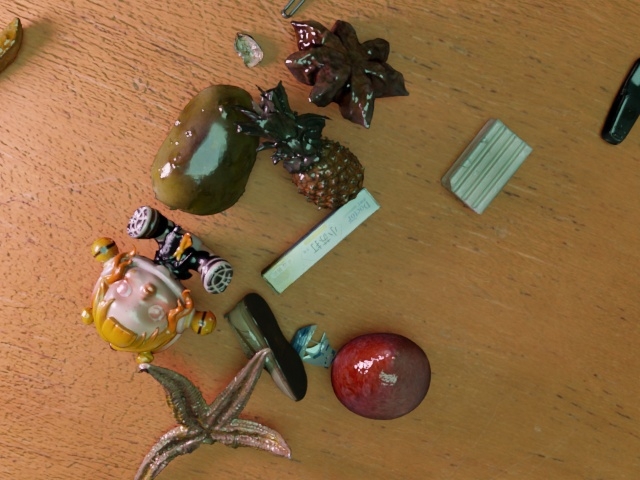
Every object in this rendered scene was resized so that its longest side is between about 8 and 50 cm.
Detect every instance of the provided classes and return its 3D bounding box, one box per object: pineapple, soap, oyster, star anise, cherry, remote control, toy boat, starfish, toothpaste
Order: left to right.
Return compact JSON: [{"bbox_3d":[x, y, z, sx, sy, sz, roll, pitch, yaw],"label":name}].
[{"bbox_3d":[-0.258,0.426,1.928,0.398,0.132,0.383,2,122,5],"label":"starfish"},{"bbox_3d":[-0.164,-0.431,1.893,0.054,0.019,0.083,-34,103,0],"label":"oyster"},{"bbox_3d":[-0.041,-0.206,1.799,0.165,0.165,0.364,-45,134,1],"label":"pineapple"},{"bbox_3d":[-0.013,0.269,2.016,0.105,0.034,0.149,-44,113,-2],"label":"toy boat"},{"bbox_3d":[0.000,0.000,1.943,0.313,0.089,0.071,-40,96,0],"label":"toothpaste"},{"bbox_3d":[0.062,-0.361,1.830,0.315,0.315,0.108,24,134,-10],"label":"star anise"},{"bbox_3d":[0.143,0.317,1.935,0.239,0.239,0.206,8,96,-8],"label":"cherry"},{"bbox_3d":[0.388,-0.174,1.977,0.119,0.066,0.198,38,92,-9],"label":"soap"},{"bbox_3d":[0.741,-0.333,2.012,0.072,0.042,0.222,25,95,-12],"label":"remote control"}]

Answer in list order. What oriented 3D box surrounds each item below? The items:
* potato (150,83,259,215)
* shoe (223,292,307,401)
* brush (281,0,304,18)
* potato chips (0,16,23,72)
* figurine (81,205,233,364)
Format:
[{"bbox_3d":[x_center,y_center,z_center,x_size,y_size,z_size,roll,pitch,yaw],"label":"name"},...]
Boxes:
[{"bbox_3d":[-0.241,-0.194,1.840,0.210,0.173,0.307,24,97,-8],"label":"potato"},{"bbox_3d":[-0.124,0.256,1.953,0.098,0.103,0.274,-30,89,30],"label":"shoe"},{"bbox_3d":[0.006,-0.602,1.891,0.062,0.027,0.266,42,95,-11],"label":"brush"},{"bbox_3d":[-0.795,-0.334,1.806,0.407,0.057,0.080,-32,88,-1],"label":"potato chips"},{"bbox_3d":[-0.375,0.117,1.860,0.320,0.196,0.323,38,86,-1],"label":"figurine"}]
